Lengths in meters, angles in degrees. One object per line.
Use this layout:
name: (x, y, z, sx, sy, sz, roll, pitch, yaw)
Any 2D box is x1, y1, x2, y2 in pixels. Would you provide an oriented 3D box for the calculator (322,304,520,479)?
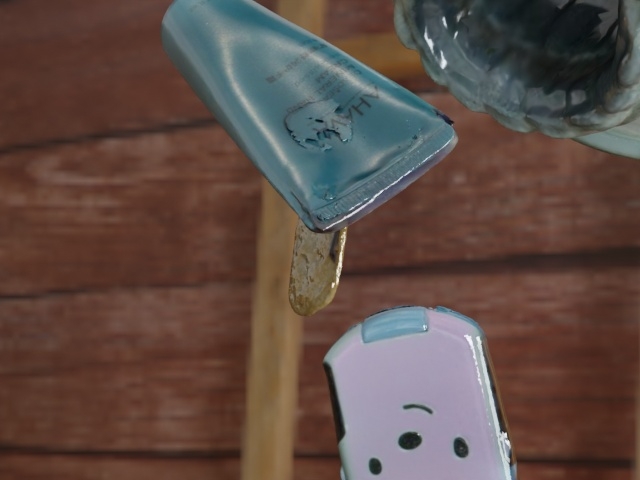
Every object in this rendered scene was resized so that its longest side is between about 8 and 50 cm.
calculator: (0.103, 0.208, 1.755, 0.173, 0.293, 0.051, -13, 3, 7)

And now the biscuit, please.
biscuit: (0.000, 0.000, 1.621, 0.018, 0.147, 0.071, 22, -28, -31)

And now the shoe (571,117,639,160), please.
shoe: (0.206, -0.114, 1.356, 0.195, 0.078, 0.079, 24, 13, 38)

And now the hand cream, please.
hand cream: (-0.021, -0.073, 0.876, 0.083, 0.048, 0.224, -35, 39, -11)

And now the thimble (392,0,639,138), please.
thimble: (0.166, -0.182, 1.149, 0.250, 0.205, 0.172, 6, 40, 45)
